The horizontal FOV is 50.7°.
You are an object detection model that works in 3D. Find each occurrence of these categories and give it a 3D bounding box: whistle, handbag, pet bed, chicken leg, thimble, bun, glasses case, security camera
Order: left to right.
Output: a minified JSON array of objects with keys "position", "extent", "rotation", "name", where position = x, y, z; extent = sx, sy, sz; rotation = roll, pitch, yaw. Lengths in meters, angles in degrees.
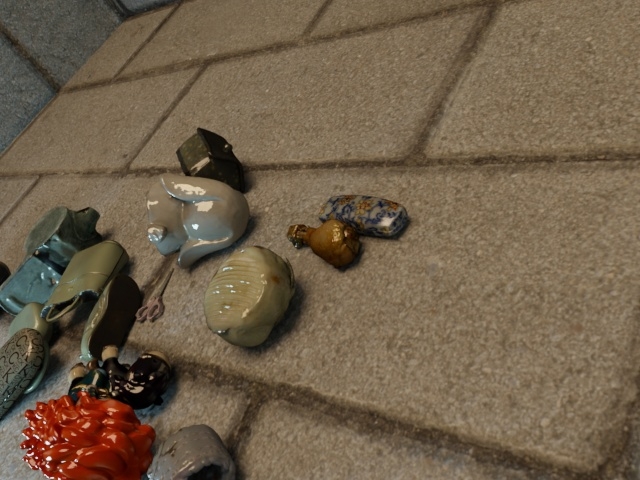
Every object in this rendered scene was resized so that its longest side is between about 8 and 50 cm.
[{"position":[-0.887,0.395,1.879],"extent":[0.354,0.085,0.137],"rotation":[-49,50,11],"name":"glasses case"},{"position":[-0.835,0.317,1.979],"extent":[0.157,0.080,0.301],"rotation":[-45,46,13],"name":"security camera"},{"position":[-0.874,0.065,2.204],"extent":[0.188,0.168,0.404],"rotation":[0,55,41],"name":"whistle"},{"position":[-0.701,0.145,1.994],"extent":[0.241,0.109,0.315],"rotation":[-22,33,24],"name":"handbag"},{"position":[-0.245,0.444,1.300],"extent":[0.151,0.127,0.118],"rotation":[-47,36,-4],"name":"thimble"},{"position":[-0.319,-0.232,2.037],"extent":[0.159,0.183,0.211],"rotation":[-37,37,5],"name":"pet bed"},{"position":[-0.157,0.127,1.553],"extent":[0.239,0.141,0.239],"rotation":[-22,49,28],"name":"bun"},{"position":[-0.001,-0.002,1.613],"extent":[0.251,0.087,0.107],"rotation":[11,66,52],"name":"chicken leg"},{"position":[0.097,-0.062,1.604],"extent":[0.248,0.065,0.087],"rotation":[12,61,47],"name":"glasses case"}]

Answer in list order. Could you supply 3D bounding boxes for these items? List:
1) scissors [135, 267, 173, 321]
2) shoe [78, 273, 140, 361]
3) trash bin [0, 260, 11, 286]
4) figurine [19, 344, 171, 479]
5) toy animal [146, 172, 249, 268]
[{"position":[-0.450,0.149,1.883],"extent":[0.100,0.015,0.189],"rotation":[-12,43,35],"name":"scissors"},{"position":[-0.584,0.213,1.858],"extent":[0.098,0.103,0.275],"rotation":[-23,36,38],"name":"shoe"},{"position":[-1.229,0.181,2.371],"extent":[0.290,0.182,0.209],"rotation":[-19,41,33],"name":"trash bin"},{"position":[-0.484,0.390,1.512],"extent":[0.306,0.241,0.412],"rotation":[-1,27,9],"name":"figurine"},{"position":[-0.327,-0.061,1.857],"extent":[0.265,0.271,0.206],"rotation":[-4,15,7],"name":"toy animal"}]
